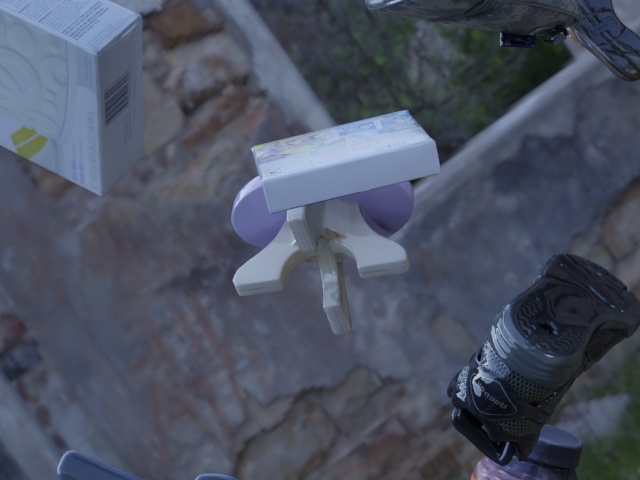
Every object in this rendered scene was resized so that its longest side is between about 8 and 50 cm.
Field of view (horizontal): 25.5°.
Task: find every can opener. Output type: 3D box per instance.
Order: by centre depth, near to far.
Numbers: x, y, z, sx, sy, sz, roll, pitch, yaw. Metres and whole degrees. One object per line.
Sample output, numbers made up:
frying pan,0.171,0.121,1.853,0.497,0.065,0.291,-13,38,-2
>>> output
can opener,-0.213,0.337,1.898,0.074,0.280,0.093,83,-155,-74

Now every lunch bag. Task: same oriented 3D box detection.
lunch bag,0.208,-0.406,1.752,0.256,0.305,0.212,4,-3,-20

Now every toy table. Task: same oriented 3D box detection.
toy table,0.000,0.000,2.058,0.274,0.252,0.161,-17,42,21

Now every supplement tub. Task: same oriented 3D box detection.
supplement tub,0.173,0.262,1.256,0.106,0.106,0.198,-69,-7,-83

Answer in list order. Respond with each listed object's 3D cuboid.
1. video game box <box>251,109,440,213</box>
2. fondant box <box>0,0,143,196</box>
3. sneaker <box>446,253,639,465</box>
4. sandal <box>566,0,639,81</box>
video game box,0.025,-0.097,1.688,0.205,0.048,0.187,-13,20,-2
fondant box,-0.377,-0.225,1.743,0.096,0.330,0.238,-49,-22,-37
sneaker,0.166,0.088,1.077,0.130,0.087,0.227,-57,-14,29
sandal,0.398,-0.307,2.045,0.090,0.219,0.060,-27,-23,-20
